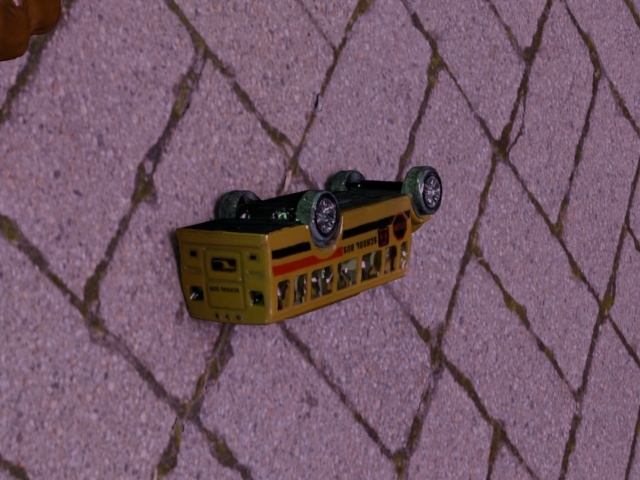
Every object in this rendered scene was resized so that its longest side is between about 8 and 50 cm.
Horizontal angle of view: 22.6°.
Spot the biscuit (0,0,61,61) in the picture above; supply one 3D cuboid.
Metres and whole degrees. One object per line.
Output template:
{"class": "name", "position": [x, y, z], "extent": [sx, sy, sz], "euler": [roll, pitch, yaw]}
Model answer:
{"class": "biscuit", "position": [-0.306, -0.295, 1.282], "extent": [0.326, 0.107, 0.325], "euler": [20, 64, -49]}

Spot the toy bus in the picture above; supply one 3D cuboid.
{"class": "toy bus", "position": [0.000, 0.000, 1.630], "extent": [0.335, 0.121, 0.123], "euler": [-16, 104, -55]}
